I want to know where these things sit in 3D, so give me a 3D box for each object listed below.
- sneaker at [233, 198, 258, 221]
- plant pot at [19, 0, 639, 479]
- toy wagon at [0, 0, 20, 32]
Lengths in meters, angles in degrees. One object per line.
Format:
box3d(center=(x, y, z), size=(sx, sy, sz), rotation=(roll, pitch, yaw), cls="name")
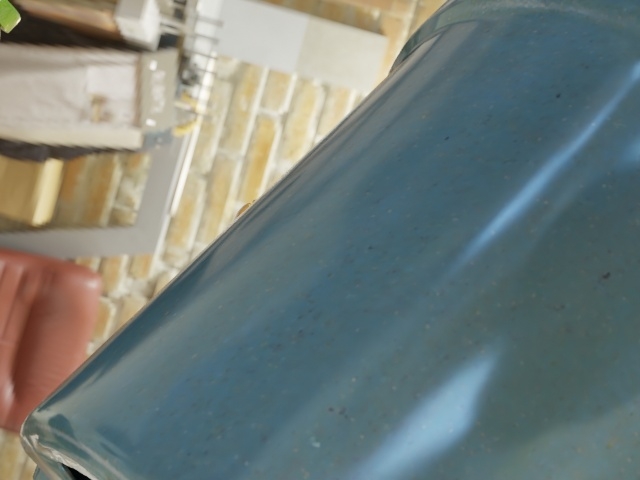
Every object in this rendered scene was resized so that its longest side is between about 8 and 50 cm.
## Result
box3d(center=(0.000, 0.000, 1.374), size=(0.083, 0.215, 0.084), rotation=(36, -60, 45), cls="sneaker")
box3d(center=(0.080, 0.071, 0.502), size=(0.334, 0.341, 0.341), rotation=(-40, 165, -25), cls="plant pot")
box3d(center=(-0.445, -0.173, 1.067), size=(0.267, 0.344, 0.068), rotation=(-49, 152, -8), cls="toy wagon")
